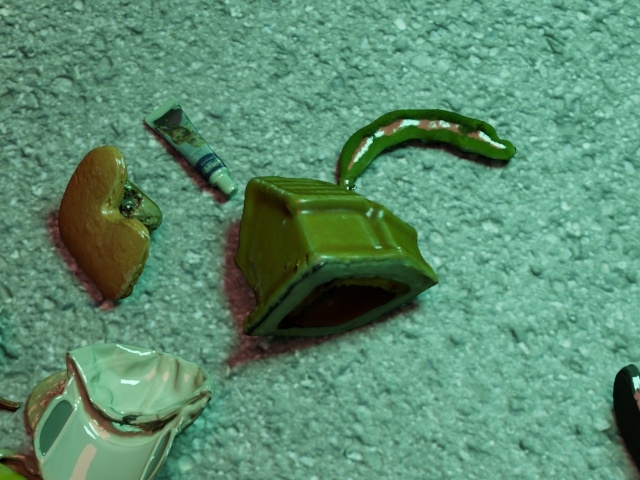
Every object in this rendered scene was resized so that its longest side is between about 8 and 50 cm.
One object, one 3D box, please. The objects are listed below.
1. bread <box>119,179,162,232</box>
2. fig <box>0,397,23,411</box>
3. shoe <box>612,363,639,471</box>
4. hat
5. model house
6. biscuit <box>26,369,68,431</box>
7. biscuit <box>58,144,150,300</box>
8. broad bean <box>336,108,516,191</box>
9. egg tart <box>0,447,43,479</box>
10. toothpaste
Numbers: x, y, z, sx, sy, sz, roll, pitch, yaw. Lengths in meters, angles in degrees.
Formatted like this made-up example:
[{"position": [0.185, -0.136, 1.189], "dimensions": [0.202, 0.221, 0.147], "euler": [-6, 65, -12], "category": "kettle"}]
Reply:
[{"position": [-0.287, -0.048, 1.782], "dimensions": [0.060, 0.082, 0.113], "euler": [-47, 49, -5], "category": "bread"}, {"position": [-0.510, 0.162, 1.687], "dimensions": [0.134, 0.146, 0.201], "euler": [-22, 103, -4], "category": "fig"}, {"position": [0.476, 0.277, 1.573], "dimensions": [0.093, 0.108, 0.241], "euler": [-16, 71, -7], "category": "shoe"}, {"position": [-0.263, 0.261, 1.612], "dimensions": [0.219, 0.164, 0.226], "euler": [16, 86, 16], "category": "hat"}, {"position": [0.007, 0.004, 1.715], "dimensions": [0.268, 0.173, 0.239], "euler": [1, 47, -27], "category": "model house"}, {"position": [-0.363, 0.240, 1.677], "dimensions": [0.120, 0.015, 0.120], "euler": [-1, 63, 3], "category": "biscuit"}, {"position": [-0.316, -0.029, 1.731], "dimensions": [0.036, 0.186, 0.192], "euler": [-8, 50, -52], "category": "biscuit"}, {"position": [0.150, -0.144, 1.831], "dimensions": [0.292, 0.049, 0.144], "euler": [-18, 70, -4], "category": "broad bean"}, {"position": [-0.486, 0.437, 1.510], "dimensions": [0.388, 0.169, 0.387], "euler": [-2, 58, 3], "category": "egg tart"}, {"position": [-0.200, -0.144, 1.851], "dimensions": [0.062, 0.037, 0.216], "euler": [-36, 62, -13], "category": "toothpaste"}]
